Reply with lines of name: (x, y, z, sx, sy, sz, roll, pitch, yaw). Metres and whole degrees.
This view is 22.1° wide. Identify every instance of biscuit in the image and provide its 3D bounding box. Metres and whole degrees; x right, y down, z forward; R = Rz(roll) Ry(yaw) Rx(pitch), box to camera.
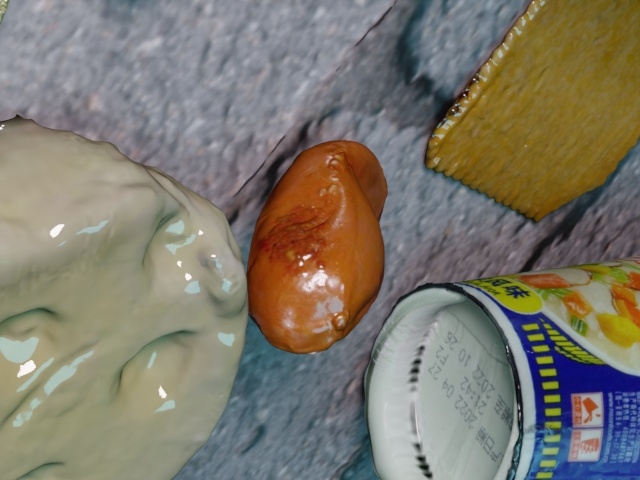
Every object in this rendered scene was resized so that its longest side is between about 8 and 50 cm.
biscuit: (0.200, -0.121, 1.224, 0.237, 0.013, 0.232, -51, 143, 13)

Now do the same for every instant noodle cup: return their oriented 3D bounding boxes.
instant noodle cup: (0.214, 0.126, 1.302, 0.312, 0.284, 0.284, 1, 126, -33)

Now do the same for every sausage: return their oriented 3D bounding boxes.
sausage: (0.000, 0.000, 1.057, 0.179, 0.089, 0.089, -71, 175, -52)

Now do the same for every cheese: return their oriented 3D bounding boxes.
cheese: (-0.195, 0.071, 0.959, 0.318, 0.115, 0.326, -43, 145, 1)

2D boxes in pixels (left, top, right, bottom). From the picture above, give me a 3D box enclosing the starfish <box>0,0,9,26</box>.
starfish: (-0.145, -0.163, 0.820, 0.208, 0.053, 0.176, 9, 121, -44)
